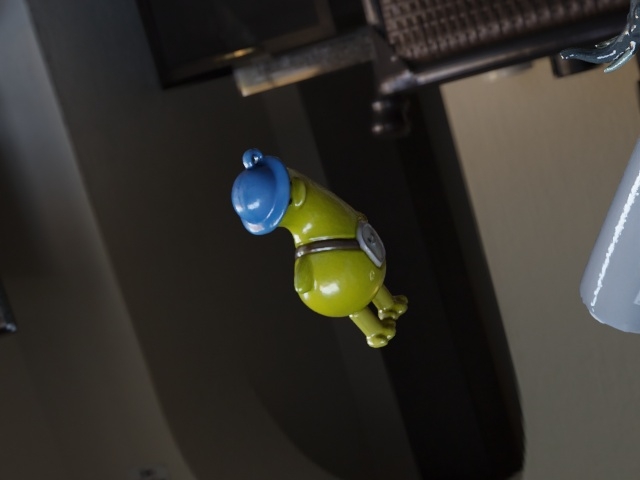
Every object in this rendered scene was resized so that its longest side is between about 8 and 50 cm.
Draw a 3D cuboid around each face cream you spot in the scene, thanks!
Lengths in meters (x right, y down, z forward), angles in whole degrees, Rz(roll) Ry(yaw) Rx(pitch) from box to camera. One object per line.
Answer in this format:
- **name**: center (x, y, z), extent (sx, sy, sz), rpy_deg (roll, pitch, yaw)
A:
- **face cream**: center (0.246, -0.047, 0.670), extent (0.107, 0.269, 0.073), rpy_deg (-10, -129, -17)

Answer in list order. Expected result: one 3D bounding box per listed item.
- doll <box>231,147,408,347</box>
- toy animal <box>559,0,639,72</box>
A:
- **doll**: center (0.000, 0.000, 1.607), extent (0.145, 0.363, 0.199), rpy_deg (-19, -151, 40)
- **toy animal**: center (0.408, -0.252, 1.162), extent (0.269, 0.137, 0.082), rpy_deg (-39, -146, 38)
